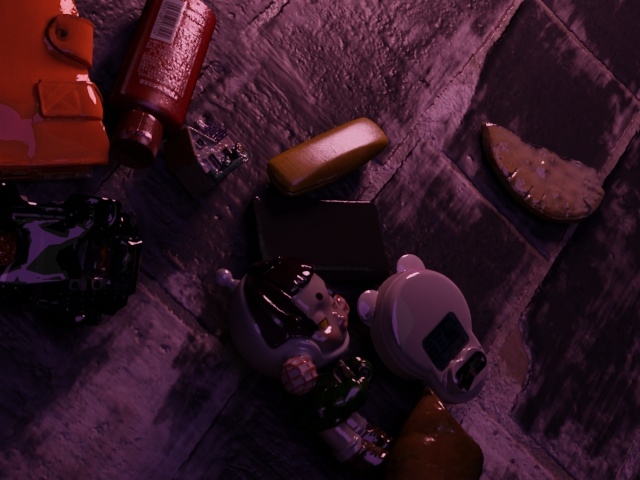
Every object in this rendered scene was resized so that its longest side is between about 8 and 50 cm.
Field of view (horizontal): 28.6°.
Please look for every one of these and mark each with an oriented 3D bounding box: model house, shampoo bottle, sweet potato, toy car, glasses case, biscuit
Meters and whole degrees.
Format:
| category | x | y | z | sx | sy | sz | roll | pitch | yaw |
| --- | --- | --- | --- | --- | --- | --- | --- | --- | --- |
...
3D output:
| category | x | y | z | sx | sy | sz | roll | pitch | yaw |
| --- | --- | --- | --- | --- | --- | --- | --- | --- | --- |
| model house | -0.175 | -0.138 | 1.931 | 0.100 | 0.087 | 0.100 | 53 | 53 | -6 |
| shampoo bottle | -0.245 | -0.247 | 1.907 | 0.118 | 0.076 | 0.314 | 28 | 52 | -22 |
| sweet potato | 0.158 | 0.399 | 1.869 | 0.157 | 0.158 | 0.370 | 33 | 46 | -16 |
| toy car | -0.390 | 0.021 | 1.734 | 0.301 | 0.118 | 0.193 | 8 | 88 | -32 |
| glasses case | 0.014 | -0.136 | 2.051 | 0.234 | 0.064 | 0.079 | -28 | 71 | -35 |
| biscuit | 0.406 | -0.106 | 2.286 | 0.289 | 0.038 | 0.141 | 23 | 63 | -21 |

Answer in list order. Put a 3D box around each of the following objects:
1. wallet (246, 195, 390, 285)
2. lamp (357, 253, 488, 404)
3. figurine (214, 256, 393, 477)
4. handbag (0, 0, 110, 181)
| category | x | y | z | sx | sy | sz | roll | pitch | yaw |
| --- | --- | --- | --- | --- | --- | --- | --- | --- | --- |
| wallet | 0.000 | 0.000 | 2.013 | 0.250 | 0.044 | 0.149 | 0 | 69 | -29 |
| lamp | 0.167 | 0.155 | 2.014 | 0.179 | 0.108 | 0.246 | -41 | 97 | -30 |
| figurine | -0.015 | 0.178 | 1.875 | 0.370 | 0.167 | 0.281 | 58 | 21 | -12 |
| handbag | -0.471 | -0.281 | 1.794 | 0.303 | 0.116 | 0.410 | -5 | 76 | -31 |
